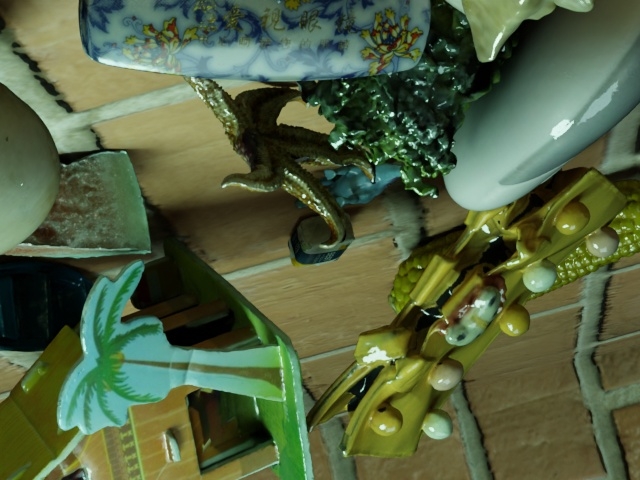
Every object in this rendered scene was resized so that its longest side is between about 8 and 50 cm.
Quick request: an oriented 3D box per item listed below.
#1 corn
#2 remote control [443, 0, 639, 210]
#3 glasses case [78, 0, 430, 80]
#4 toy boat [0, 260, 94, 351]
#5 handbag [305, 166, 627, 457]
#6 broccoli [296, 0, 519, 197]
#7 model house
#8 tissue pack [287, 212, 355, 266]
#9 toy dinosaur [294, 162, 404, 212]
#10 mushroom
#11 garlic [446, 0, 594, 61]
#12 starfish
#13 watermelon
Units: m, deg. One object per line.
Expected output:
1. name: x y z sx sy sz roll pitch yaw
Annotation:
1. corn: 0.248 0.017 2.174 0.363 0.120 0.120 -24 164 19
2. remote control: 0.196 -0.139 1.385 0.103 0.221 0.332 32 153 -7
3. glasses case: -0.044 -0.156 1.220 0.248 0.087 0.065 -2 -155 -17
4. toy boat: -0.316 0.074 1.881 0.062 0.096 0.299 -8 175 21
5. handbag: 0.155 0.068 1.856 0.401 0.133 0.283 -49 164 5
6. broccoli: 0.059 -0.128 1.429 0.145 0.165 0.304 27 175 0
7. model house: -0.218 0.124 1.750 0.323 0.340 0.300 -21 -149 -23
8. tissue pack: 0.000 0.000 2.002 0.062 0.042 0.083 -8 164 -15
9. toy dinosaur: 0.036 -0.059 1.813 0.197 0.045 0.080 -18 180 42
10. mushroom: -0.285 -0.078 1.195 0.226 0.178 0.226 14 153 7
11. garlic: 0.191 -0.232 0.965 0.313 0.249 0.286 -32 152 -12
12. starfish: -0.051 -0.090 1.443 0.238 0.213 0.057 32 116 -21
13. watermelon: -0.291 -0.023 1.576 0.241 0.094 0.154 0 170 -41
